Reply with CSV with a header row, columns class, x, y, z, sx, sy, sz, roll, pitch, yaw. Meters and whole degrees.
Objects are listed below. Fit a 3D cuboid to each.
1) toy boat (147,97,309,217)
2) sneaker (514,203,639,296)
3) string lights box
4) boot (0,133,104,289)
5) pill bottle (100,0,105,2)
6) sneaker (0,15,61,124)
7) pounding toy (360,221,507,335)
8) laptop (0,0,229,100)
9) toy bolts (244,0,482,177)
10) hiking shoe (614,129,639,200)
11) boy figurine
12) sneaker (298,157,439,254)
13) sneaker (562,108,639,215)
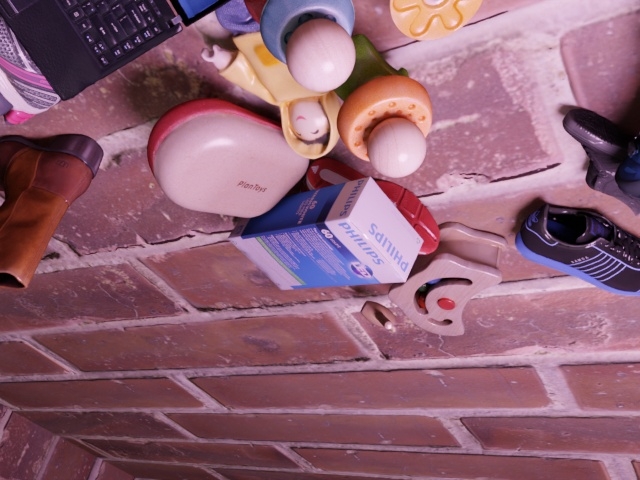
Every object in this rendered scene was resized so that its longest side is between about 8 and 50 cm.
class,x,y,z,sx,sy,sz,roll,pitch,yaw
toy boat,-0.132,-0.129,0.839,0.151,0.151,0.231,-44,156,21
sneaker,0.397,0.012,0.878,0.232,0.081,0.090,14,152,3
string lights box,0.000,0.000,0.900,0.259,0.077,0.133,-8,134,46
boot,-0.490,-0.033,0.970,0.264,0.280,0.096,1,142,18
pill bottle,-0.286,-0.275,0.740,0.137,0.078,0.078,-10,138,32
sneaker,-0.419,-0.289,0.761,0.112,0.121,0.299,-25,135,4
pounding toy,0.191,0.105,1.016,0.154,0.155,0.269,30,142,-13
laptop,-0.234,-0.283,0.598,0.264,0.136,0.234,-26,112,11
toy bolts,0.056,-0.185,0.595,0.228,0.158,0.218,22,128,-37
hiking shoe,0.374,-0.172,0.623,0.132,0.113,0.304,24,132,1
boy figurine,-0.052,-0.216,0.727,0.177,0.092,0.285,-5,137,22
sneaker,0.065,-0.034,0.955,0.221,0.087,0.128,33,151,-4
sneaker,0.353,-0.094,0.774,0.170,0.051,0.089,19,140,-12
